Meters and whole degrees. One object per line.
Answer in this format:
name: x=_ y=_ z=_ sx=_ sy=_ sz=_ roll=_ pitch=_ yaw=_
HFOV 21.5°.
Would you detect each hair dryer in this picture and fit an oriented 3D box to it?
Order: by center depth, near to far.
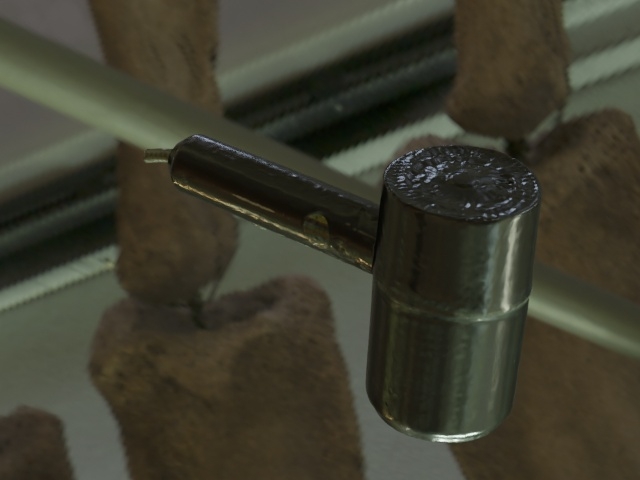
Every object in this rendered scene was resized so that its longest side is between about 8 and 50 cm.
hair dryer: x=0.000 y=0.000 z=0.797 sx=0.219 sy=0.071 sz=0.124 roll=24 pitch=-55 yaw=28
